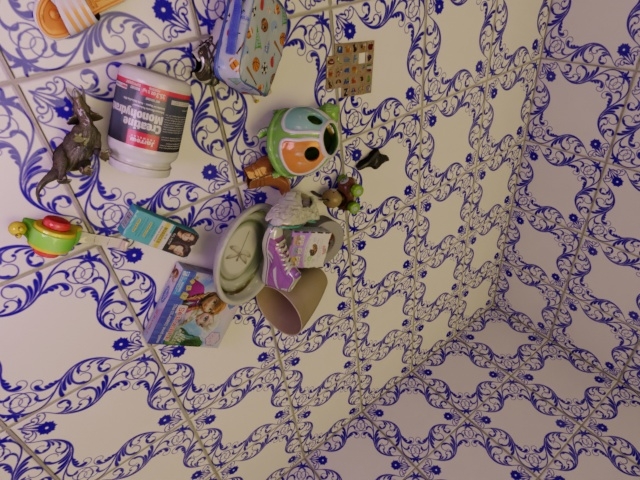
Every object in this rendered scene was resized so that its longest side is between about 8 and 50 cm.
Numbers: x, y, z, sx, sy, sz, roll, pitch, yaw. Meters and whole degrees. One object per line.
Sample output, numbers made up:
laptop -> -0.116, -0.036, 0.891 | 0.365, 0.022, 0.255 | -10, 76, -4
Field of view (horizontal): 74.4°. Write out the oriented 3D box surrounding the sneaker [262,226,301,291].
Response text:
sneaker -> -0.136, 0.069, 1.627 | 0.102, 0.160, 0.283 | -38, 140, -48

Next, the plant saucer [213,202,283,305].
plant saucer -> -0.289, 0.042, 1.595 | 0.400, 0.100, 0.401 | -47, 148, -42

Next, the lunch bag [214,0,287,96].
lunch bag -> -0.205, -0.595, 1.242 | 0.243, 0.114, 0.304 | -8, 112, -71

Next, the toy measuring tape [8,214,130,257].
toy measuring tape -> -0.714, 0.003, 1.233 | 0.329, 0.121, 0.122 | 17, 103, -46

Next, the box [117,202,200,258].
box -> -0.536, -0.026, 1.412 | 0.244, 0.060, 0.101 | 28, 95, -47

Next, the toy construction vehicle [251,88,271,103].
toy construction vehicle -> -0.210, -0.525, 1.420 | 0.086, 0.035, 0.098 | -49, 141, -22

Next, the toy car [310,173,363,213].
toy car -> 0.059, -0.197, 1.787 | 0.188, 0.155, 0.149 | -4, 118, -26

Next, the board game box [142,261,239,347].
board game box -> -0.473, 0.262, 1.642 | 0.317, 0.065, 0.319 | 19, 102, -46

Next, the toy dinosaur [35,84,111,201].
toy dinosaur -> -0.653, -0.236, 1.127 | 0.120, 0.160, 0.314 | 17, 110, -44

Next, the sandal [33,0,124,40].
sandal -> -0.568, -0.586, 1.025 | 0.265, 0.076, 0.102 | -41, 135, -15

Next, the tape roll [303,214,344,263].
tape roll -> 0.000, 0.000, 1.899 | 0.219, 0.072, 0.220 | -23, 129, -31

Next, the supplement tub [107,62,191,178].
supplement tub -> -0.481, -0.330, 1.178 | 0.191, 0.191, 0.273 | 2, 113, -42

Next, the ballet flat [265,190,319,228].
ballet flat -> -0.103, -0.124, 1.605 | 0.147, 0.146, 0.409 | -65, 170, 11

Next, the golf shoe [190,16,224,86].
golf shoe -> -0.329, -0.567, 1.252 | 0.093, 0.077, 0.199 | 6, 105, -35

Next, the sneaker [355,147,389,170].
sneaker -> 0.236, -0.349, 1.908 | 0.170, 0.051, 0.089 | -44, 132, -16

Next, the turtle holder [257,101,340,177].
turtle holder -> -0.043, -0.356, 1.498 | 0.320, 0.227, 0.244 | -31, 117, -55

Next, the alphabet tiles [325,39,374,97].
alphabet tiles -> 0.115, -0.661, 1.640 | 0.237, 0.009, 0.199 | -21, 128, -31

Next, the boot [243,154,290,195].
boot -> -0.202, -0.223, 1.588 | 0.152, 0.073, 0.197 | -31, 125, -21

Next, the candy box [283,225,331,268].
candy box -> -0.065, 0.028, 1.756 | 0.196, 0.070, 0.165 | 1, 111, -37

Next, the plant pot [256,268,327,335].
plant pot -> -0.097, 0.232, 1.857 | 0.274, 0.256, 0.257 | -39, 137, -40
